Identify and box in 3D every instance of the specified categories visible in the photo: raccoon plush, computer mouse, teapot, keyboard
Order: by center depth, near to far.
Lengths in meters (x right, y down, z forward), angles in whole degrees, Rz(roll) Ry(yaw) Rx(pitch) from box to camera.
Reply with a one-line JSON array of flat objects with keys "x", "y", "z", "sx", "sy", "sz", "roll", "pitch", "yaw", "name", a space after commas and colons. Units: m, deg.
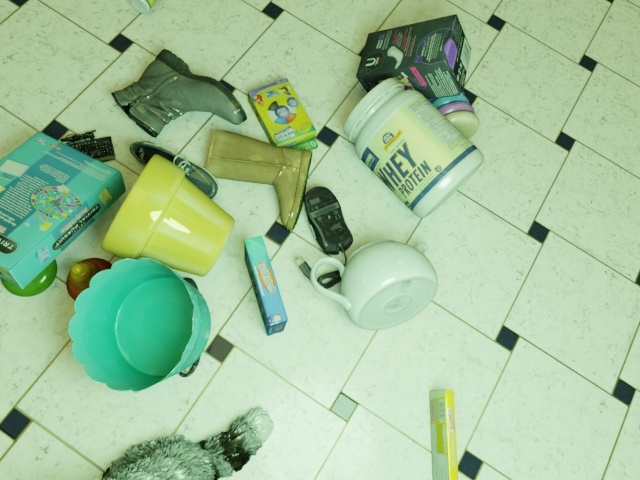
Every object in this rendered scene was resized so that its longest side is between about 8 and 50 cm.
[{"x": -0.303, "y": 0.459, "z": 0.991, "sx": 0.216, "sy": 0.299, "sz": 0.446, "roll": 44, "pitch": 71, "yaw": 9, "name": "raccoon plush"}, {"x": -0.325, "y": 0.206, "z": 1.214, "sx": 0.071, "sy": 0.041, "sz": 0.242, "roll": -5, "pitch": 72, "yaw": -10, "name": "computer mouse"}, {"x": 0.144, "y": 0.086, "z": 1.231, "sx": 0.252, "sy": 0.256, "sz": 0.187, "roll": -38, "pitch": 52, "yaw": 15, "name": "teapot"}, {"x": 0.000, "y": 0.000, "z": 1.321, "sx": 0.184, "sy": 0.060, "sz": 0.262, "roll": -29, "pitch": 89, "yaw": -20, "name": "computer mouse"}, {"x": -0.651, "y": -0.242, "z": 1.329, "sx": 0.192, "sy": 0.038, "sz": 0.100, "roll": -16, "pitch": 73, "yaw": -13, "name": "keyboard"}]

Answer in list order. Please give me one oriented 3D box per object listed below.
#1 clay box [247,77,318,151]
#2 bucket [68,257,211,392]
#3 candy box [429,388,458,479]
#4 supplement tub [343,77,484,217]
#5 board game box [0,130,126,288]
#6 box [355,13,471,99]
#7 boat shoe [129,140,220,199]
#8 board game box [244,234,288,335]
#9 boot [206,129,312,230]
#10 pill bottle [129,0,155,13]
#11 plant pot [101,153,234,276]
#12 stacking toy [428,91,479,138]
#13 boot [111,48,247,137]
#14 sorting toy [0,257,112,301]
[{"x": -0.104, "y": -0.343, "z": 1.427, "sx": 0.127, "sy": 0.053, "sz": 0.222, "roll": -25, "pitch": 75, "yaw": -15, "name": "clay box"}, {"x": -0.384, "y": 0.186, "z": 1.114, "sx": 0.281, "sy": 0.183, "sz": 0.281, "roll": -1, "pitch": 78, "yaw": 3, "name": "bucket"}, {"x": 0.286, "y": 0.456, "z": 1.173, "sx": 0.027, "sy": 0.105, "sz": 0.206, "roll": 4, "pitch": 71, "yaw": -6, "name": "candy box"}, {"x": 0.242, "y": -0.248, "z": 1.343, "sx": 0.235, "sy": 0.235, "sz": 0.325, "roll": -40, "pitch": 80, "yaw": -18, "name": "supplement tub"}, {"x": -0.670, "y": -0.083, "z": 1.165, "sx": 0.254, "sy": 0.079, "sz": 0.336, "roll": 26, "pitch": 55, "yaw": 11, "name": "board game box"}, {"x": 0.261, "y": -0.497, "z": 1.410, "sx": 0.270, "sy": 0.143, "sz": 0.165, "roll": 4, "pitch": 68, "yaw": 35, "name": "box"}, {"x": -0.380, "y": -0.184, "z": 1.308, "sx": 0.254, "sy": 0.079, "sz": 0.095, "roll": 35, "pitch": 94, "yaw": 6, "name": "boat shoe"}, {"x": -0.134, "y": 0.112, "z": 1.208, "sx": 0.047, "sy": 0.160, "sz": 0.210, "roll": -16, "pitch": 74, "yaw": -13, "name": "board game box"}, {"x": -0.172, "y": -0.161, "z": 1.343, "sx": 0.269, "sy": 0.089, "sz": 0.236, "roll": 11, "pitch": 76, "yaw": 3, "name": "boot"}, {"x": -0.519, "y": -0.746, "z": 1.506, "sx": 0.065, "sy": 0.065, "sz": 0.116, "roll": 21, "pitch": 70, "yaw": 0, "name": "pill bottle"}, {"x": -0.347, "y": -0.036, "z": 1.194, "sx": 0.239, "sy": 0.254, "sz": 0.254, "roll": 30, "pitch": 69, "yaw": -17, "name": "plant pot"}, {"x": 0.361, "y": -0.452, "z": 1.492, "sx": 0.141, "sy": 0.141, "sz": 0.330, "roll": -5, "pitch": 67, "yaw": -9, "name": "stacking toy"}, {"x": -0.385, "y": -0.358, "z": 1.376, "sx": 0.338, "sy": 0.118, "sz": 0.223, "roll": 33, "pitch": 73, "yaw": 16, "name": "boot"}, {"x": -0.677, "y": 0.061, "z": 1.173, "sx": 0.365, "sy": 0.126, "sz": 0.127, "roll": 10, "pitch": 70, "yaw": -5, "name": "sorting toy"}]
